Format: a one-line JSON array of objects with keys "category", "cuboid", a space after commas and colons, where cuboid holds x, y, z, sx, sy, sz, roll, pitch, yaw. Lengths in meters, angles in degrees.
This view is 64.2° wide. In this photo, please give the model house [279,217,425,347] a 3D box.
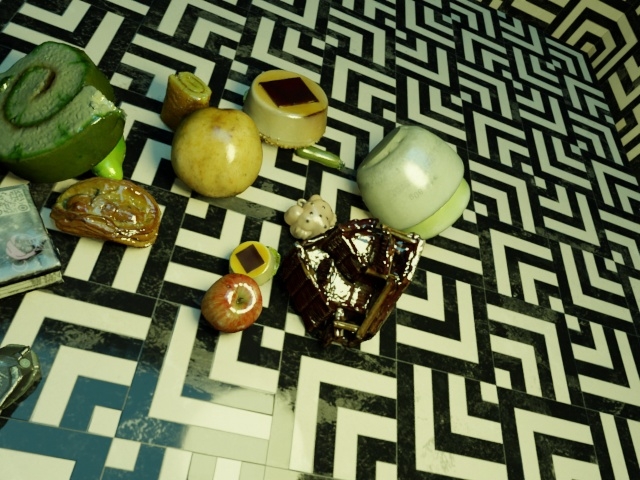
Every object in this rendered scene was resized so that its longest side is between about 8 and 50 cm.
[{"category": "model house", "cuboid": [0.047, 0.089, 1.289, 0.282, 0.317, 0.297, 26, 61, -12]}]

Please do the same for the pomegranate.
[{"category": "pomegranate", "cuboid": [-0.291, -0.245, 1.433, 0.260, 0.260, 0.261, 13, 53, -18]}]

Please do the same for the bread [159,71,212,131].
[{"category": "bread", "cuboid": [-0.401, -0.405, 1.529, 0.132, 0.172, 0.103, 39, 48, 5]}]

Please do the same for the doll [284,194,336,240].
[{"category": "doll", "cuboid": [0.002, 0.000, 1.495, 0.154, 0.119, 0.278, -15, 75, -32]}]

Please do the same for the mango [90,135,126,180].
[{"category": "mango", "cuboid": [-0.579, -0.246, 1.367, 0.125, 0.111, 0.233, 14, 51, -63]}]

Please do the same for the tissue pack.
[{"category": "tissue pack", "cuboid": [-0.778, 0.024, 1.093, 0.361, 0.122, 0.259, -21, 67, -33]}]

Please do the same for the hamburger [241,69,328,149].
[{"category": "hamburger", "cuboid": [-0.111, -0.419, 1.668, 0.301, 0.170, 0.302, 10, 49, -12]}]

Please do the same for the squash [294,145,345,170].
[{"category": "squash", "cuboid": [-0.001, -0.283, 1.717, 0.183, 0.052, 0.052, 18, 52, -12]}]

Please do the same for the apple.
[{"category": "apple", "cuboid": [-0.220, 0.156, 1.261, 0.146, 0.131, 0.147, 12, 65, -28]}]

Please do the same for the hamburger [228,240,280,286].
[{"category": "hamburger", "cuboid": [-0.177, 0.063, 1.367, 0.126, 0.081, 0.141, 37, 70, 21]}]

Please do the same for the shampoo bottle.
[{"category": "shampoo bottle", "cuboid": [0.285, -0.182, 1.601, 0.317, 0.322, 0.323, 44, 47, -22]}]

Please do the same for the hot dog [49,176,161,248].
[{"category": "hot dog", "cuboid": [-0.532, -0.072, 1.275, 0.258, 0.114, 0.175, 12, 55, -18]}]

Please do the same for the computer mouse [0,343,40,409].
[{"category": "computer mouse", "cuboid": [-0.649, 0.289, 1.006, 0.105, 0.062, 0.192, 36, 44, 2]}]

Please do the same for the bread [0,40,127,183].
[{"category": "bread", "cuboid": [-0.665, -0.327, 1.274, 0.381, 0.129, 0.367, 8, 67, 14]}]
